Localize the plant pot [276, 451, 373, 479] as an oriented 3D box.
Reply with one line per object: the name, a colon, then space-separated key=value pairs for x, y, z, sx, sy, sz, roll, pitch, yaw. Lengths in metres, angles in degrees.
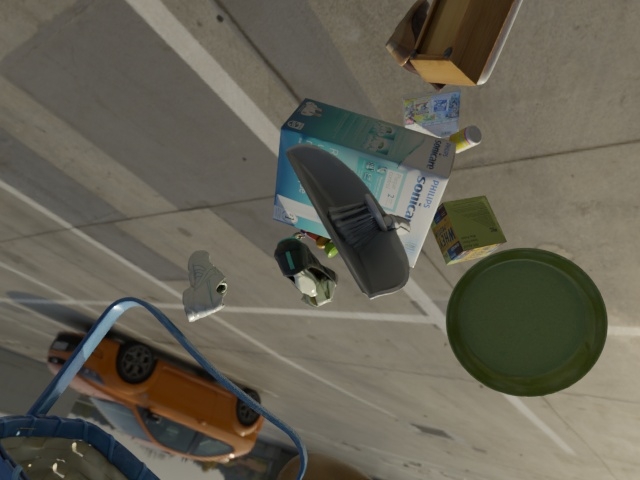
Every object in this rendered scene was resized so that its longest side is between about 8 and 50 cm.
plant pot: x=0.039 y=0.644 z=1.162 sx=0.237 sy=0.237 sz=0.254 roll=27 pitch=148 yaw=-19

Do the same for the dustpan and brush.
dustpan and brush: x=0.053 y=-0.017 z=0.469 sx=0.060 sy=0.147 sz=0.211 roll=-31 pitch=166 yaw=9

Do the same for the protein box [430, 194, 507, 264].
protein box: x=0.550 y=-0.040 z=1.809 sx=0.199 sy=0.201 sz=0.136 roll=-11 pitch=158 yaw=-20

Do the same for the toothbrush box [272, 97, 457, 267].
toothbrush box: x=0.074 y=-0.106 z=0.889 sx=0.295 sy=0.126 sz=0.217 roll=19 pitch=134 yaw=7

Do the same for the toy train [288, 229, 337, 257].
toy train: x=0.000 y=0.000 z=1.497 sx=0.143 sy=0.248 sz=0.105 roll=49 pitch=-174 yaw=26

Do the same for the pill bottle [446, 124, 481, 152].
pill bottle: x=0.308 y=-0.218 z=1.047 sx=0.043 sy=0.044 sz=0.083 roll=29 pitch=158 yaw=-22

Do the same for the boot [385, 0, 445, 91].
boot: x=0.309 y=-0.560 z=1.370 sx=0.206 sy=0.249 sz=0.090 roll=35 pitch=154 yaw=-9

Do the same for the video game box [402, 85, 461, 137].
video game box: x=0.407 y=-0.462 z=1.762 sx=0.204 sy=0.048 sz=0.187 roll=-8 pitch=137 yaw=4

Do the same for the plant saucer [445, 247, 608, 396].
plant saucer: x=0.325 y=0.130 z=0.772 sx=0.240 sy=0.241 sz=0.037 roll=12 pitch=-173 yaw=11

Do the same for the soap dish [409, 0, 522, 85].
soap dish: x=0.337 y=-0.514 z=1.105 sx=0.118 sy=0.291 sz=0.229 roll=16 pitch=-166 yaw=-24

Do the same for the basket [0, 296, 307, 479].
basket: x=-0.190 y=0.229 z=0.440 sx=0.254 sy=0.289 sz=0.201 roll=37 pitch=172 yaw=18

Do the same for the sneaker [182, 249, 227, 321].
sneaker: x=-0.173 y=0.065 z=0.738 sx=0.061 sy=0.152 sz=0.054 roll=-12 pitch=125 yaw=-3

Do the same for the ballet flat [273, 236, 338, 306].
ballet flat: x=-0.024 y=0.092 z=1.060 sx=0.095 sy=0.096 sz=0.280 roll=-26 pitch=149 yaw=12
